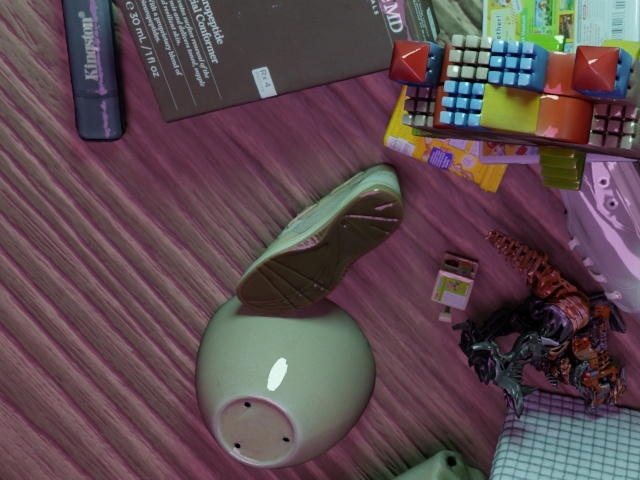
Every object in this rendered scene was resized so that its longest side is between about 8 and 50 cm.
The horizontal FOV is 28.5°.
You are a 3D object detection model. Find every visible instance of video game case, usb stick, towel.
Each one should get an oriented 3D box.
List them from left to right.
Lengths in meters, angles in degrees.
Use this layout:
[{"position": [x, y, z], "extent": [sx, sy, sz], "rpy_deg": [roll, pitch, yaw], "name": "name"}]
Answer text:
[{"position": [-0.327, -0.272, 1.803], "extent": [0.077, 0.045, 0.278], "rpy_deg": [5, 117, 13], "name": "usb stick"}, {"position": [0.303, -0.211, 1.599], "extent": [0.206, 0.026, 0.227], "rpy_deg": [1, 88, 29], "name": "video game case"}, {"position": [0.389, 0.352, 1.832], "extent": [0.283, 0.235, 0.121], "rpy_deg": [10, 124, 9], "name": "towel"}]

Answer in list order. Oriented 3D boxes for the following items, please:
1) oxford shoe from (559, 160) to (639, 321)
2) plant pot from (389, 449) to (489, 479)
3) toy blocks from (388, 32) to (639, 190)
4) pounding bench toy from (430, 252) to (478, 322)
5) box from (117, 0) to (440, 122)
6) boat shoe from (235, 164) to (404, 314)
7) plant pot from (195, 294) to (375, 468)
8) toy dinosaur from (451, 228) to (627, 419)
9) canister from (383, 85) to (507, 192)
[{"position": [0.407, 0.006, 1.690], "extent": [0.130, 0.169, 0.449], "rpy_deg": [-23, 101, 21], "name": "oxford shoe"}, {"position": [0.143, 0.498, 1.947], "extent": [0.305, 0.334, 0.334], "rpy_deg": [-40, 102, 16], "name": "plant pot"}, {"position": [0.233, -0.168, 1.470], "extent": [0.381, 0.261, 0.191], "rpy_deg": [9, 91, 30], "name": "toy blocks"}, {"position": [0.192, 0.071, 1.832], "extent": [0.052, 0.065, 0.083], "rpy_deg": [17, 118, 6], "name": "pounding bench toy"}, {"position": [-0.054, -0.298, 1.668], "extent": [0.381, 0.143, 0.191], "rpy_deg": [-13, 112, 18], "name": "box"}, {"position": [0.000, 0.000, 1.831], "extent": [0.109, 0.098, 0.302], "rpy_deg": [39, 118, -22], "name": "boat shoe"}, {"position": [-0.074, 0.237, 1.916], "extent": [0.284, 0.191, 0.284], "rpy_deg": [6, 118, 12], "name": "plant pot"}, {"position": [0.315, 0.124, 1.801], "extent": [0.218, 0.164, 0.322], "rpy_deg": [-34, 91, -4], "name": "toy dinosaur"}, {"position": [0.183, -0.153, 1.716], "extent": [0.170, 0.073, 0.126], "rpy_deg": [22, 120, 4], "name": "canister"}]
